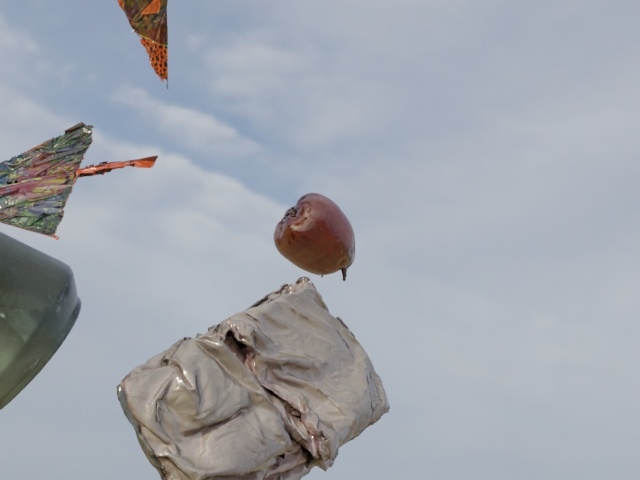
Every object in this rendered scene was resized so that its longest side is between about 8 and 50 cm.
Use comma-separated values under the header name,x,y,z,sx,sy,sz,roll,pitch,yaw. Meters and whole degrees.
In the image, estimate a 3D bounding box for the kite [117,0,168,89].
name,x,y,z,sx,sy,sz,roll,pitch,yaw
kite,-0.249,-0.338,1.882,0.008,0.222,0.125,-31,0,-42

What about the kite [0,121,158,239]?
name,x,y,z,sx,sy,sz,roll,pitch,yaw
kite,-0.218,-0.043,1.019,0.189,0.232,0.009,-11,-63,6

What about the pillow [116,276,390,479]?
name,x,y,z,sx,sy,sz,roll,pitch,yaw
pillow,-0.036,0.111,0.942,0.049,0.135,0.248,-36,-5,34

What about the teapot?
name,x,y,z,sx,sy,sz,roll,pitch,yaw
teapot,-0.353,0.046,1.164,0.225,0.203,0.171,43,7,-17

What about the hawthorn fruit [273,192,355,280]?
name,x,y,z,sx,sy,sz,roll,pitch,yaw
hawthorn fruit,0.000,0.000,1.404,0.093,0.081,0.081,42,-27,-13
